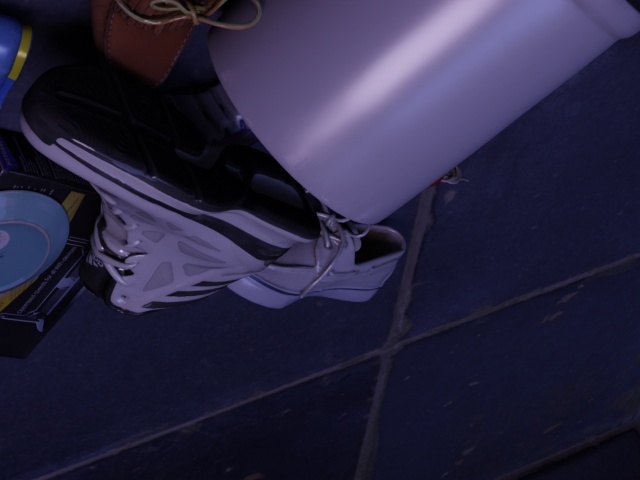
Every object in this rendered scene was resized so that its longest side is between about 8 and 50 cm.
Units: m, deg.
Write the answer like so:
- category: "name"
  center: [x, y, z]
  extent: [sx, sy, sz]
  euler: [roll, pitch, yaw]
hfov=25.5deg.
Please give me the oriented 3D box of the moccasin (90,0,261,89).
- category: "moccasin"
  center: [-0.131, -0.296, 1.465]
  extent: [0.139, 0.147, 0.380]
  euler: [0, 138, -42]

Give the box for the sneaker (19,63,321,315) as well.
- category: "sneaker"
  center: [-0.217, -0.020, 1.601]
  extent: [0.257, 0.169, 0.447]
  euler: [-38, 145, 20]

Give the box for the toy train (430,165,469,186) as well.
- category: "toy train"
  center: [0.156, -0.158, 1.968]
  extent: [0.248, 0.105, 0.143]
  euler: [6, 120, -45]

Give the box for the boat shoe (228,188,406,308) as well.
- category: "boat shoe"
  center: [0.005, 0.007, 2.025]
  extent: [0.367, 0.136, 0.156]
  euler: [7, 133, -50]

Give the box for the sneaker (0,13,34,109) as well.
- category: "sneaker"
  center: [-0.380, -0.165, 1.528]
  extent: [0.082, 0.069, 0.209]
  euler: [14, 133, -25]

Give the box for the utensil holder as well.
- category: "utensil holder"
  center: [0.115, -0.247, 1.570]
  extent: [0.385, 0.328, 0.327]
  euler: [-40, 148, 20]

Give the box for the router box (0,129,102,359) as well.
- category: "router box"
  center: [-0.389, 0.013, 1.744]
  extent: [0.309, 0.081, 0.243]
  euler: [-46, 146, 23]

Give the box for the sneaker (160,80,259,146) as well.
- category: "sneaker"
  center: [-0.145, -0.135, 1.743]
  extent: [0.236, 0.095, 0.104]
  euler: [-23, 155, -16]

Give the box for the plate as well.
- category: "plate"
  center: [-0.380, 0.014, 1.651]
  extent: [0.188, 0.024, 0.188]
  euler: [-20, 147, -14]
